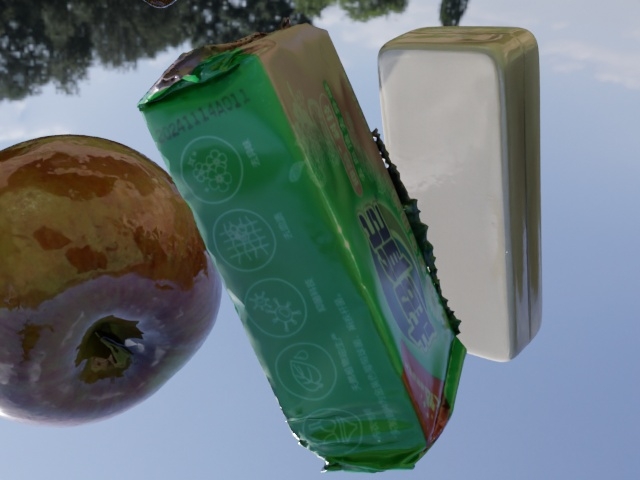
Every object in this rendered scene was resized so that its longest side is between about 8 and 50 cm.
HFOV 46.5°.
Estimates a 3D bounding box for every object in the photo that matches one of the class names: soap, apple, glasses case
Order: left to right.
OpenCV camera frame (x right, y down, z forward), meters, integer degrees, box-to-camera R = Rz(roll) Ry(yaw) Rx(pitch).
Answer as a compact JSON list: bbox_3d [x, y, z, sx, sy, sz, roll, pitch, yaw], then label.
[{"bbox_3d":[-0.333,0.047,1.008,0.400,0.401,0.333,-11,-139,-34],"label":"apple"},{"bbox_3d":[-0.002,0.001,0.486,0.098,0.274,0.218,-19,-167,25],"label":"soap"},{"bbox_3d":[0.147,-0.043,0.763,0.143,0.337,0.076,14,-146,37],"label":"glasses case"}]

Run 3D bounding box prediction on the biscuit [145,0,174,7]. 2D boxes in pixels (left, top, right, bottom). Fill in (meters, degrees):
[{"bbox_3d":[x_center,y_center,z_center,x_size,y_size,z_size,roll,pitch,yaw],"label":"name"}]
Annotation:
[{"bbox_3d":[-0.265,-0.398,0.821,0.301,0.278,0.043,5,-133,-6],"label":"biscuit"}]
